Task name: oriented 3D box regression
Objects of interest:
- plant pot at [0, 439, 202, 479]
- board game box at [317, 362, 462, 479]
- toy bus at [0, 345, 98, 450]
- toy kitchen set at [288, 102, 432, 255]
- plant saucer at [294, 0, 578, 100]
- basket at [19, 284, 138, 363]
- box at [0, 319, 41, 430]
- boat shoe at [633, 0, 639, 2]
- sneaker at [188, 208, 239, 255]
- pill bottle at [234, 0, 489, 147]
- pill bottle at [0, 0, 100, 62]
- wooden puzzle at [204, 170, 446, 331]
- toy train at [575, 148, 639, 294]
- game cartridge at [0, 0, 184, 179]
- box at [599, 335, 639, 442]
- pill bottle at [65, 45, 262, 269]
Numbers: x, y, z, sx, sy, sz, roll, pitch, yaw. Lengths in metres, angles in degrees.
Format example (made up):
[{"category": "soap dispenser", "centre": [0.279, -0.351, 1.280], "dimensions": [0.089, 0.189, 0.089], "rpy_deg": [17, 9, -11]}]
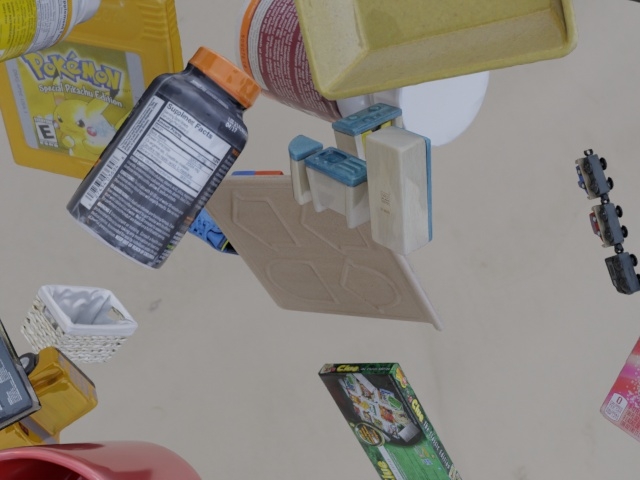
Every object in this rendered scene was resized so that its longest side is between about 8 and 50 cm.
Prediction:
[{"category": "plant pot", "centre": [-0.239, 0.327, 0.928], "dimensions": [0.243, 0.275, 0.275], "rpy_deg": [5, 83, -75]}, {"category": "board game box", "centre": [0.108, 0.286, 1.353], "dimensions": [0.260, 0.136, 0.030], "rpy_deg": [62, 40, -26]}, {"category": "toy bus", "centre": [-0.461, 0.283, 1.199], "dimensions": [0.332, 0.130, 0.108], "rpy_deg": [-32, 126, 2]}, {"category": "toy kitchen set", "centre": [0.076, -0.101, 0.988], "dimensions": [0.166, 0.207, 0.122], "rpy_deg": [-27, 127, -31]}, {"category": "plant saucer", "centre": [0.106, -0.338, 0.949], "dimensions": [0.081, 0.332, 0.333], "rpy_deg": [-26, 107, -46]}, {"category": "basket", "centre": [-0.436, 0.155, 1.612], "dimensions": [0.103, 0.113, 0.167], "rpy_deg": [-54, 151, 17]}, {"category": "box", "centre": [-0.438, 0.122, 0.972], "dimensions": [0.183, 0.059, 0.233], "rpy_deg": [-28, 81, -12]}, {"category": "boat shoe", "centre": [0.201, -0.154, 0.494], "dimensions": [0.078, 0.219, 0.070], "rpy_deg": [44, 64, -68]}, {"category": "sneaker", "centre": [-0.186, -0.026, 1.537], "dimensions": [0.209, 0.082, 0.069], "rpy_deg": [23, 116, 3]}, {"category": "pill bottle", "centre": [0.058, -0.287, 1.411], "dimensions": [0.224, 0.392, 0.224], "rpy_deg": [-19, 122, -34]}, {"category": "pill bottle", "centre": [-0.320, -0.243, 0.902], "dimensions": [0.208, 0.117, 0.118], "rpy_deg": [-40, 111, -54]}, {"category": "wooden puzzle", "centre": [0.000, 0.000, 1.348], "dimensions": [0.080, 0.348, 0.322], "rpy_deg": [-60, 137, -28]}, {"category": "toy train", "centre": [0.302, -0.019, 0.944], "dimensions": [0.027, 0.036, 0.158], "rpy_deg": [-13, 83, -14]}, {"category": "game cartridge", "centre": [-0.314, -0.214, 1.189], "dimensions": [0.053, 0.285, 0.324], "rpy_deg": [-63, 160, -44]}, {"category": "box", "centre": [0.388, 0.160, 0.746], "dimensions": [0.128, 0.257, 0.123], "rpy_deg": [0, 119, -48]}, {"category": "pill bottle", "centre": [-0.169, -0.099, 1.025], "dimensions": [0.130, 0.130, 0.246], "rpy_deg": [36, 89, -29]}]
